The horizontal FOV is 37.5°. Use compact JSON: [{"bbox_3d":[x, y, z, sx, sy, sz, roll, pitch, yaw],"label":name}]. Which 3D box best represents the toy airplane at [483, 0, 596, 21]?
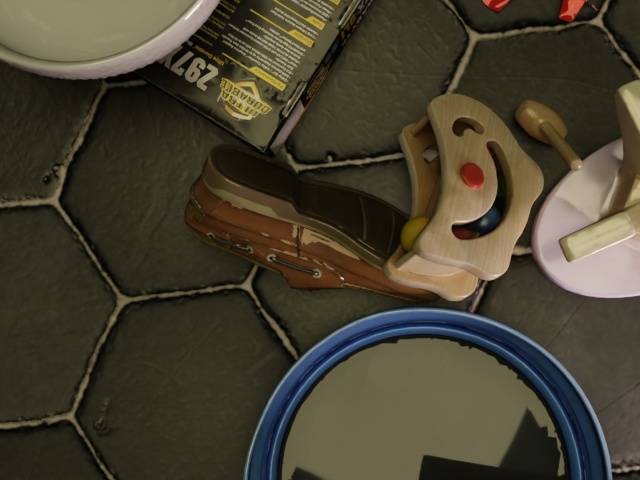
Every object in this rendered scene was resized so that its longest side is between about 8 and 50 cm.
[{"bbox_3d":[0.257,-0.308,1.072,0.151,0.028,0.151,1,102,4],"label":"toy airplane"}]

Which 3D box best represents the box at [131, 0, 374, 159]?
[{"bbox_3d":[-0.125,-0.284,1.074,0.322,0.079,0.257,32,90,4],"label":"box"}]

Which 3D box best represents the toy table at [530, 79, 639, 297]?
[{"bbox_3d":[0.364,-0.040,0.995,0.274,0.161,0.252,-36,85,1],"label":"toy table"}]

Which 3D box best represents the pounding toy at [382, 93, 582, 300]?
[{"bbox_3d":[0.165,-0.078,0.987,0.154,0.155,0.270,35,56,-7],"label":"pounding toy"}]

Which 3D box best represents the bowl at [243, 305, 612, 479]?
[{"bbox_3d":[0.113,0.267,1.028,0.391,0.077,0.391,0,86,2],"label":"bowl"}]

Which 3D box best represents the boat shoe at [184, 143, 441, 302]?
[{"bbox_3d":[0.000,0.000,1.046,0.307,0.111,0.104,26,123,-6],"label":"boat shoe"}]

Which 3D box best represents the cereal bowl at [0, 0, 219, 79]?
[{"bbox_3d":[-0.239,-0.324,0.973,0.338,0.141,0.339,0,86,3],"label":"cereal bowl"}]
